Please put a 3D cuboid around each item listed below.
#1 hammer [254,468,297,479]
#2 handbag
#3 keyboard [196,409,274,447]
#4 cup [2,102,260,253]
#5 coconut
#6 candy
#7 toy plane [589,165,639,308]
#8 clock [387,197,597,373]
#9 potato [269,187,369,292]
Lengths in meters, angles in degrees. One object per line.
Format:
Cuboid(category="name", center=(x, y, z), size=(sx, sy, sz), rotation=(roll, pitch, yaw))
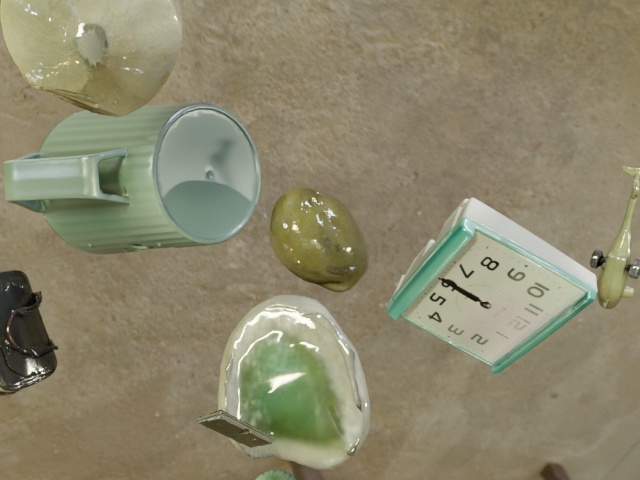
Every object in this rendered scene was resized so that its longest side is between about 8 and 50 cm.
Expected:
Cuboid(category="hammer", center=(-0.191, 0.612, 1.432), size=(0.335, 0.119, 0.206), rotation=(-23, 147, -12))
Cuboid(category="handbag", center=(-0.664, 0.192, 1.369), size=(0.181, 0.181, 0.255), rotation=(-18, 91, 31))
Cuboid(category="keyboard", center=(-0.127, 0.285, 1.013), size=(0.049, 0.015, 0.129), rotation=(-19, 140, 28))
Cuboid(category="cup", center=(-0.369, -0.101, 1.321), size=(0.401, 0.392, 0.310), rotation=(-44, 122, -38))
Cuboid(category="coconut", center=(-0.296, -0.278, 0.889), size=(0.241, 0.241, 0.241), rotation=(-9, 124, -13))
Cuboid(category="candy", center=(-0.069, 0.348, 1.678), size=(0.386, 0.186, 0.427), rotation=(-4, 87, 11))
Cuboid(category="toy plane", center=(0.584, 0.003, 1.303), size=(0.108, 0.092, 0.287), rotation=(-32, 130, -51))
Cuboid(category="clock", center=(0.265, 0.070, 1.073), size=(0.231, 0.116, 0.262), rotation=(29, 140, -2))
Cuboid(category="potato", center=(0.000, 0.000, 1.241), size=(0.160, 0.178, 0.235), rotation=(-19, 130, 39))
